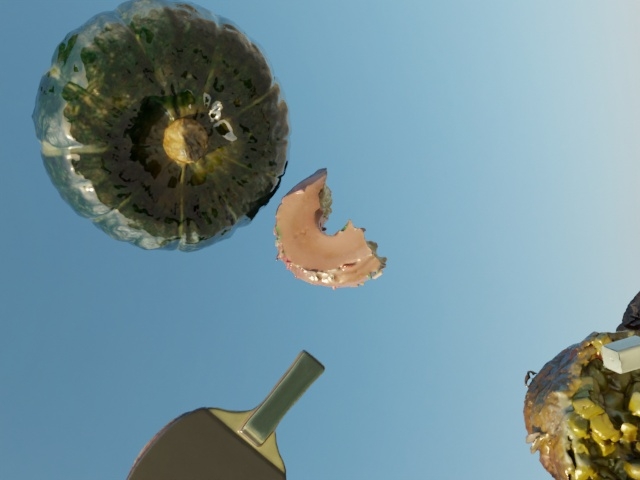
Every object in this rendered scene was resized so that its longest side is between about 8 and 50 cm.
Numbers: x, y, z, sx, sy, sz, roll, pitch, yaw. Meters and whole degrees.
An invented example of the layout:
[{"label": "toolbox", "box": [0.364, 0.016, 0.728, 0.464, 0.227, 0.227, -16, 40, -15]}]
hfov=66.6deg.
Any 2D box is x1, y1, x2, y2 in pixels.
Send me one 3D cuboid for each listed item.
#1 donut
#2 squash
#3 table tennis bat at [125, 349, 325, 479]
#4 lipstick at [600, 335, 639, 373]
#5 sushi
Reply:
[{"label": "donut", "box": [0.000, 0.000, 0.602, 0.166, 0.117, 0.065, 61, -175, 32]}, {"label": "squash", "box": [-0.153, -0.110, 0.505, 0.253, 0.165, 0.252, -6, -75, -21]}, {"label": "table tennis bat", "box": [-0.105, 0.255, 0.577, 0.173, 0.022, 0.301, 40, -100, -2]}, {"label": "lipstick", "box": [0.346, 0.110, 0.505, 0.107, 0.025, 0.025, -12, -83, -10]}, {"label": "sushi", "box": [0.382, 0.205, 0.627, 0.297, 0.179, 0.166, -29, -108, -26]}]
